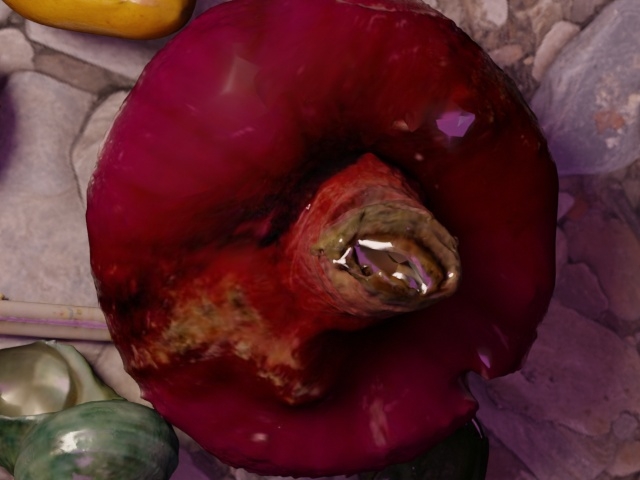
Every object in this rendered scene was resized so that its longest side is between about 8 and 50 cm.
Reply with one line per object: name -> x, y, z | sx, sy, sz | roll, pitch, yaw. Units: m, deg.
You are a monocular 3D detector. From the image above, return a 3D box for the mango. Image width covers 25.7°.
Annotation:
mango -> -0.184, -0.217, 1.140 | 0.219, 0.145, 0.112 | 29, 113, 32

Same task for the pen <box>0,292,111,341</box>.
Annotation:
pen -> -0.247, 0.065, 1.223 | 0.233, 0.032, 0.040 | 4, 69, -8

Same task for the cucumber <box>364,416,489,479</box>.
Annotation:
cucumber -> 0.052, 0.284, 1.230 | 0.145, 0.105, 0.325 | 34, 86, -6

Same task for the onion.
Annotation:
onion -> 0.000, 0.000, 1.053 | 0.398, 0.420, 0.398 | 0, 97, 2

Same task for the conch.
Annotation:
conch -> -0.206, 0.169, 1.160 | 0.176, 0.188, 0.122 | 19, 98, -27
